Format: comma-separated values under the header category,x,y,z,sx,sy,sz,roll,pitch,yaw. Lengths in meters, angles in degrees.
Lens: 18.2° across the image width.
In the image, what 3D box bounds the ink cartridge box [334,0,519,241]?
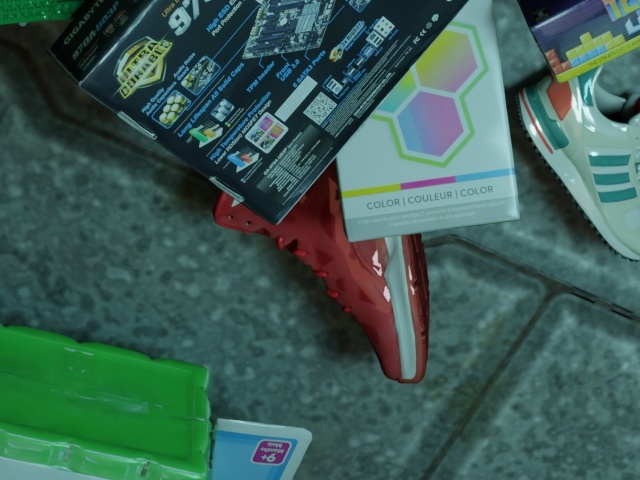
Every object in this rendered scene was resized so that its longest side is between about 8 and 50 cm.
category,x,y,z,sx,sy,sz,roll,pitch,yaw
ink cartridge box,0.055,-0.109,1.237,0.109,0.062,0.209,-7,94,0

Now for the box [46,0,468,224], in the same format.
category,x,y,z,sx,sy,sz,roll,pitch,yaw
box,-0.019,-0.137,1.130,0.220,0.051,0.175,-50,133,6

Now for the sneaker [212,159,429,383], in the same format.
category,x,y,z,sx,sy,sz,roll,pitch,yaw
sneaker,0.000,0.000,1.347,0.128,0.087,0.221,-8,109,9

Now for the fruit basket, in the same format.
category,x,y,z,sx,sy,sz,roll,pitch,yaw
fruit basket,-0.211,0.230,1.389,0.327,0.165,0.353,14,121,-14

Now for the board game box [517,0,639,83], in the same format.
category,x,y,z,sx,sy,sz,roll,pitch,yaw
board game box,0.198,-0.180,1.214,0.170,0.141,0.048,-26,120,9

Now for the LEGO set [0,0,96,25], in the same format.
category,x,y,z,sx,sy,sz,roll,pitch,yaw
LEGO set,-0.131,-0.277,1.107,0.255,0.192,0.331,-21,145,-43

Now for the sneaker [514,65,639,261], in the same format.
category,x,y,z,sx,sy,sz,roll,pitch,yaw
sneaker,0.200,-0.055,1.336,0.075,0.057,0.161,-32,116,19
